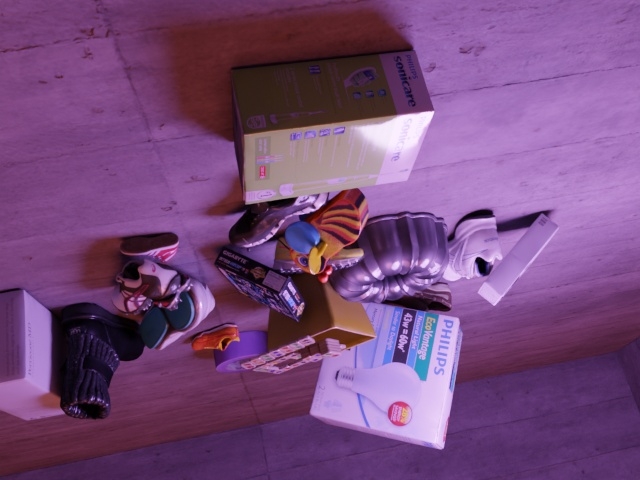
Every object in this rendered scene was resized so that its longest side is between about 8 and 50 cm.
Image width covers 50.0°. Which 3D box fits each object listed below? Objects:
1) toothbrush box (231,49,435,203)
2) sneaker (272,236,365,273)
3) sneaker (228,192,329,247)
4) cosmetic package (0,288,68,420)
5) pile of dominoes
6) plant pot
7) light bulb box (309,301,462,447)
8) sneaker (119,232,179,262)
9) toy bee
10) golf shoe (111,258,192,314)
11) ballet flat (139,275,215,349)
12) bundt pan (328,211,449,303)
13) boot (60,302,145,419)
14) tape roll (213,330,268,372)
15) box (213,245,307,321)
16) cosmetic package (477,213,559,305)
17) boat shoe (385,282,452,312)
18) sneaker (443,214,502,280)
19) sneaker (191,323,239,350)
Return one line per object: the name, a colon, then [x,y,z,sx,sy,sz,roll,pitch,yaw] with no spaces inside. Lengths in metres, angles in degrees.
toothbrush box: [0.010,-0.172,1.074,0.283,0.122,0.206,-8,156,-8]
sneaker: [-0.005,0.021,1.527,0.209,0.094,0.081,-3,169,0]
sneaker: [-0.103,-0.064,1.324,0.234,0.078,0.106,-29,149,25]
cosmetic package: [-0.704,0.285,1.635,0.156,0.217,0.385,-10,158,-6]
pile of dominoes: [-0.070,0.307,1.744,0.251,0.040,0.196,-26,153,28]
plant pot: [-0.012,0.186,1.786,0.212,0.187,0.212,-26,154,27]
light bulb box: [0.201,0.383,1.986,0.361,0.357,0.225,8,162,17]
sneaker: [-0.353,0.021,1.425,0.119,0.042,0.067,-8,153,-15]
toy bee: [0.000,0.000,1.418,0.162,0.195,0.298,51,151,-19]
golf shoe: [-0.393,0.089,1.495,0.273,0.105,0.120,-13,133,45]
ballet flat: [-0.336,0.165,1.684,0.139,0.139,0.400,1,157,-29]
bundt pan: [0.164,0.061,1.675,0.331,0.124,0.331,-10,157,-4]
boot: [-0.548,0.328,1.745,0.131,0.260,0.348,-17,156,10]
tape roll: [-0.245,0.357,2.190,0.189,0.080,0.189,-10,157,-4]
box: [-0.134,0.105,1.593,0.175,0.051,0.220,24,164,19]
cosmetic package: [0.497,0.049,1.726,0.239,0.060,0.099,-47,167,-13]
boat shoe: [0.291,0.175,2.025,0.258,0.095,0.095,2,152,-30]
sneaker: [0.370,0.048,1.740,0.111,0.129,0.297,-9,157,-11]
sneaker: [-0.317,0.300,2.042,0.175,0.067,0.064,-25,155,29]
